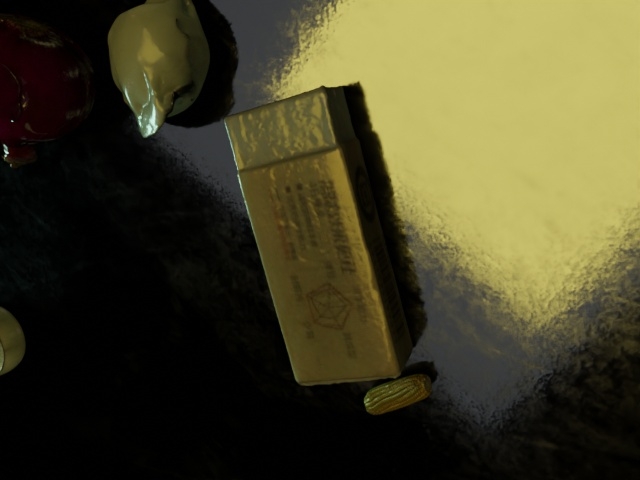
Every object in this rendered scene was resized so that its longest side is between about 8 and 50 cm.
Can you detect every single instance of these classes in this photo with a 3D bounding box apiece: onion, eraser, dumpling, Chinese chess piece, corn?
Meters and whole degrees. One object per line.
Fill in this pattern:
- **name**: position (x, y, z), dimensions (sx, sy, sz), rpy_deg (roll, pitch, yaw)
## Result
- **onion**: position (-0.415, -0.189, 0.858), dimensions (0.195, 0.140, 0.218), rpy_deg (28, 117, 6)
- **eraser**: position (0.000, 0.000, 0.764), dimensions (0.144, 0.078, 0.344), rpy_deg (-11, 100, 24)
- **dumpling**: position (-0.211, -0.222, 0.786), dimensions (0.150, 0.092, 0.177), rpy_deg (2, 111, 36)
- **Chinese chess piece**: position (-0.549, 0.166, 1.056), dimensions (0.122, 0.051, 0.122), rpy_deg (7, 110, 20)
- **corn**: position (0.098, 0.193, 0.802), dimensions (0.092, 0.037, 0.037), rpy_deg (-27, 94, 28)
